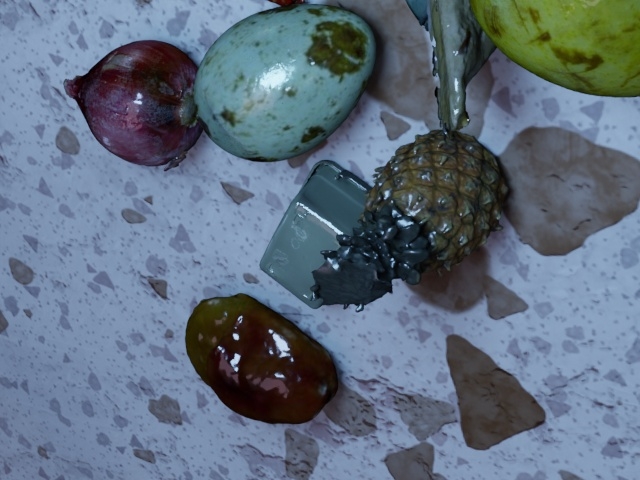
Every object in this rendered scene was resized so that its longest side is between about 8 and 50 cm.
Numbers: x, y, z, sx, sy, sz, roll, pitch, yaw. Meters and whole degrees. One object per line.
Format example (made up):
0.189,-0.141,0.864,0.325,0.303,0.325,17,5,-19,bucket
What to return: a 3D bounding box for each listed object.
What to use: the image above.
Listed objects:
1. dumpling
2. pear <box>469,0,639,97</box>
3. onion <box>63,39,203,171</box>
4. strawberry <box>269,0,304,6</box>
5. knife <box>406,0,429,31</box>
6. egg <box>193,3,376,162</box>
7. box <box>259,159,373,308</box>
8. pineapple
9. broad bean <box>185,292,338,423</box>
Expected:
0.149,-0.258,1.413,0.086,0.166,0.332,0,85,5,dumpling
0.266,-0.263,1.261,0.283,0.283,0.283,17,127,25,pear
-0.238,-0.177,1.730,0.195,0.159,0.159,15,126,27,onion
-0.080,-0.366,1.533,0.174,0.098,0.228,23,128,21,strawberry
0.053,-0.350,1.477,0.044,0.026,0.296,-21,116,36,knife
-0.039,-0.185,1.579,0.231,0.169,0.169,-29,100,25,egg
0.000,0.000,1.720,0.124,0.093,0.172,36,132,9,box
0.090,-0.013,1.527,0.158,0.278,0.158,19,127,27,pineapple
-0.085,0.162,1.865,0.228,0.122,0.156,30,133,10,broad bean
